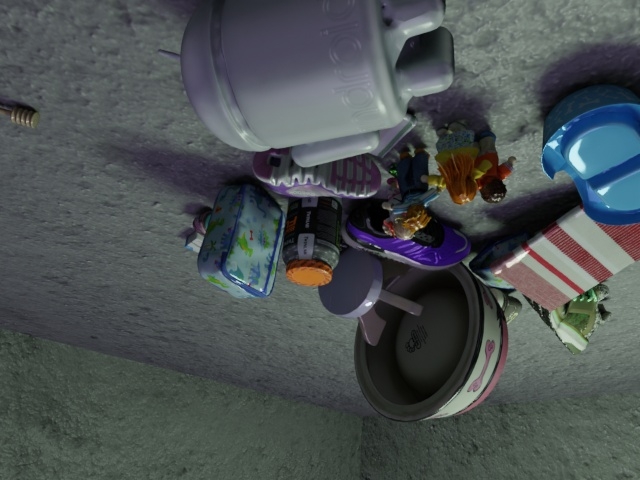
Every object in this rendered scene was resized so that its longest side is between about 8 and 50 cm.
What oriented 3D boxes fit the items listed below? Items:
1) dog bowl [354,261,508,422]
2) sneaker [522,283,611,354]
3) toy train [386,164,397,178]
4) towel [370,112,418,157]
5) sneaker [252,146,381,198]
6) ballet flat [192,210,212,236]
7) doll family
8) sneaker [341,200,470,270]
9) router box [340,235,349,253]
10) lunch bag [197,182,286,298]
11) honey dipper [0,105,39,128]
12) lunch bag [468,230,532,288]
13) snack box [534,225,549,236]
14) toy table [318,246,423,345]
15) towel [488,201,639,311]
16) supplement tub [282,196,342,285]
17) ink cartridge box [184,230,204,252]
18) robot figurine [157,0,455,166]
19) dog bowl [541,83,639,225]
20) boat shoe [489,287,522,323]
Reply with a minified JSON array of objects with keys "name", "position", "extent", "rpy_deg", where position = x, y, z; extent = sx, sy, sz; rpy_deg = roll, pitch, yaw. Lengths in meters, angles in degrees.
[{"name":"dog bowl","position":[0.267,0.238,1.194],"extent":[0.150,0.408,0.408],"rpy_deg":[24,147,-30]},{"name":"sneaker","position":[0.663,0.152,1.312],"extent":[0.182,0.158,0.410],"rpy_deg":[-40,134,12]},{"name":"toy train","position":[0.158,-0.122,0.958],"extent":[0.023,0.017,0.083],"rpy_deg":[-9,150,45]},{"name":"towel","position":[0.070,-0.201,0.827],"extent":[0.152,0.023,0.113],"rpy_deg":[19,146,-21]},{"name":"sneaker","position":[-0.005,-0.118,0.925],"extent":[0.236,0.095,0.104],"rpy_deg":[8,159,4]},{"name":"ballet flat","position":[-0.214,-0.002,1.195],"extent":[0.221,0.077,0.079],"rpy_deg":[35,158,-35]},{"name":"doll family","position":[0.186,-0.096,0.828],"extent":[0.263,0.163,0.118],"rpy_deg":[-26,136,34]},{"name":"sneaker","position":[0.200,-0.020,1.050],"extent":[0.293,0.102,0.146],"rpy_deg":[10,151,-9]},{"name":"router box","position":[0.000,0.000,1.186],"extent":[0.122,0.038,0.092],"rpy_deg":[17,150,-21]},{"name":"lunch bag","position":[-0.153,0.003,1.027],"extent":[0.090,0.219,0.176],"rpy_deg":[-4,150,30]},{"name":"honey dipper","position":[-0.581,-0.232,0.859],"extent":[0.160,0.030,0.030],"rpy_deg":[14,151,-12]},{"name":"lunch bag","position":[0.443,0.056,1.160],"extent":[0.151,0.096,0.129],"rpy_deg":[-28,139,30]},{"name":"snack box","position":[0.557,-0.015,1.069],"extent":[0.100,0.037,0.141],"rpy_deg":[20,147,-25]},{"name":"toy table","position":[0.117,0.117,1.189],"extent":[0.160,0.252,0.274],"rpy_deg":[23,-169,-23]},{"name":"towel","position":[0.547,0.012,1.018],"extent":[0.237,0.037,0.329],"rpy_deg":[30,124,-30]},{"name":"supplement tub","position":[-0.016,-0.011,1.007],"extent":[0.117,0.190,0.117],"rpy_deg":[4,151,2]},{"name":"ink cartridge box","position":[-0.302,0.000,1.245],"extent":[0.048,0.028,0.083],"rpy_deg":[24,146,-32]},{"name":"robot figurine","position":[-0.021,-0.223,0.607],"extent":[0.353,0.200,0.300],"rpy_deg":[-7,129,20]},{"name":"dog bowl","position":[0.472,-0.134,0.793],"extent":[0.297,0.074,0.166],"rpy_deg":[31,135,-29]},{"name":"boat shoe","position":[0.478,0.241,1.482],"extent":[0.091,0.109,0.305],"rpy_deg":[16,146,-11]}]
